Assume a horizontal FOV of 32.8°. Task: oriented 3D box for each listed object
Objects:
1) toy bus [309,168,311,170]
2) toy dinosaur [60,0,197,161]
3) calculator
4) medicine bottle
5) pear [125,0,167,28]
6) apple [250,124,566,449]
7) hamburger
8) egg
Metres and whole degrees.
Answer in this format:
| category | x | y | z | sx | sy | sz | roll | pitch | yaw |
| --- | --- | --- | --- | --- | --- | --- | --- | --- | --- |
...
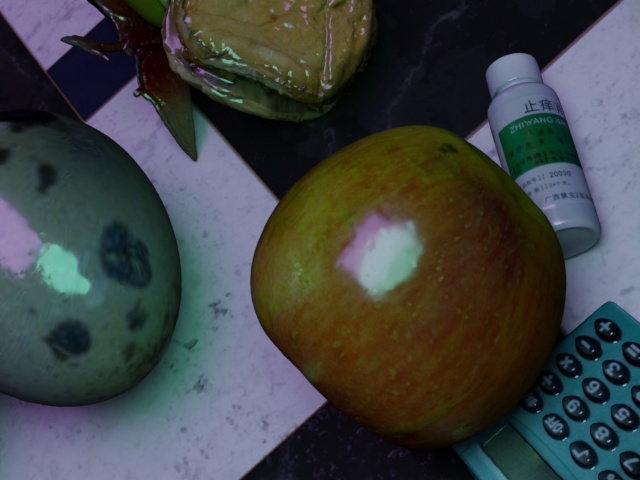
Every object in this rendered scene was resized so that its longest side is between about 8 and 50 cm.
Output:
| category | x | y | z | sx | sy | sz | roll | pitch | yaw |
| --- | --- | --- | --- | --- | --- | --- | --- | --- | --- |
| toy bus | 0.000 | 0.000 | 1.386 | 0.087 | 0.098 | 0.178 | 9 | 70 | 29 |
| toy dinosaur | -0.264 | -0.265 | 1.637 | 0.327 | 0.113 | 0.206 | 36 | 45 | 14 |
| calculator | 0.290 | 0.207 | 1.135 | 0.274 | 0.058 | 0.248 | -43 | 38 | 1 |
| medicine bottle | 0.261 | -0.106 | 1.319 | 0.095 | 0.095 | 0.260 | -21 | 59 | 15 |
| pear | -0.200 | -0.399 | 1.642 | 0.239 | 0.139 | 0.288 | 26 | 55 | 38 |
| apple | 0.100 | 0.045 | 1.173 | 0.339 | 0.339 | 0.339 | -10 | 62 | 20 |
| hamburger | -0.066 | -0.295 | 1.476 | 0.283 | 0.144 | 0.259 | 25 | 75 | -6 |
| egg | -0.355 | 0.021 | 1.394 | 0.345 | 0.345 | 0.428 | -47 | 57 | -2 |
